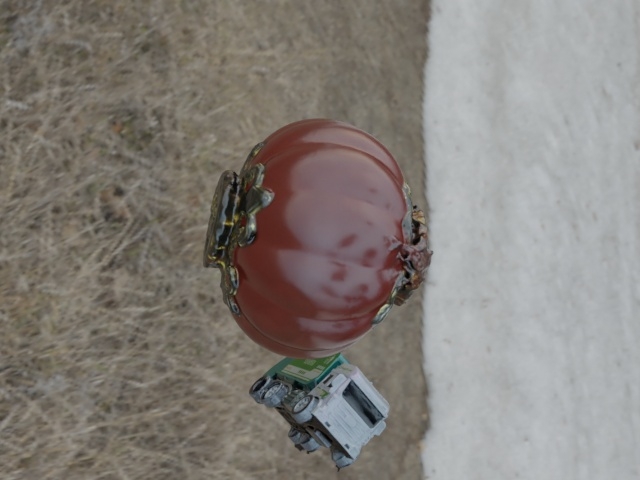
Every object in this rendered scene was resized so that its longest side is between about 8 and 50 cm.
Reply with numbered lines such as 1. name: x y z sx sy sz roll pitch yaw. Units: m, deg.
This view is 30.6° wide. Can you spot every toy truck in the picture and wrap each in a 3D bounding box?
1. toy truck: -0.004 0.214 1.564 0.124 0.253 0.114 -45 107 -16

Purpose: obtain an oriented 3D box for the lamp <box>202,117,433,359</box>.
1. lamp: 0.000 0.000 1.085 0.227 0.227 0.226 17 65 -40
